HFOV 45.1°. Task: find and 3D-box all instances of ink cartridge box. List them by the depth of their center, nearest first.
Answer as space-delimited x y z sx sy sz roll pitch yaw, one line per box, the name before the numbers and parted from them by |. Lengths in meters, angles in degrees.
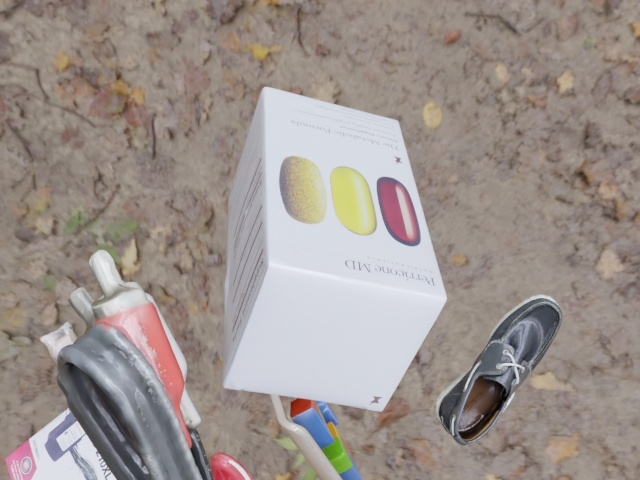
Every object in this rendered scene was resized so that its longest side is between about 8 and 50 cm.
ink cartridge box | -0.357 0.350 1.214 0.237 0.100 0.172 -39 55 6

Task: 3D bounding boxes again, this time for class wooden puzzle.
wooden puzzle | -0.023 0.347 1.557 0.080 0.348 0.322 -32 125 -3

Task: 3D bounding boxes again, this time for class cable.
cable | -0.058 0.133 0.413 0.072 0.139 0.287 -35 90 -25

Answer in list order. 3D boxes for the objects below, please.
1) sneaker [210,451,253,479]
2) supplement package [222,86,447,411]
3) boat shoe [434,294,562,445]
sneaker | -0.192 0.534 1.532 0.128 0.087 0.221 -46 130 -41
supplement package | 0.000 0.000 0.650 0.139 0.134 0.244 11 38 -15
boat shoe | 0.251 0.177 1.044 0.084 0.079 0.233 38 95 -8
